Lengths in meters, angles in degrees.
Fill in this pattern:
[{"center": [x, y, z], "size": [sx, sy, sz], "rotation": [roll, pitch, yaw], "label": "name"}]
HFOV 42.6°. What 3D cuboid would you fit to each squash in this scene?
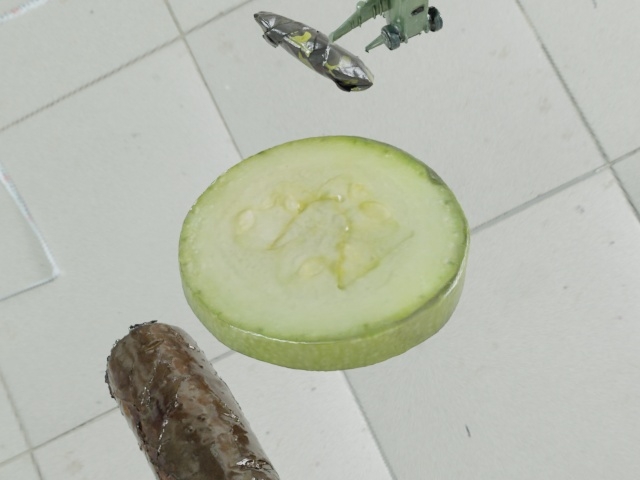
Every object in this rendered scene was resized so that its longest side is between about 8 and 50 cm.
[{"center": [0.000, 0.000, 0.712], "size": [0.252, 0.049, 0.252], "rotation": [-1, 48, 1], "label": "squash"}]

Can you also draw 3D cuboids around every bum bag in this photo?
[{"center": [-0.012, -0.295, 1.267], "size": [0.232, 0.107, 0.060], "rotation": [34, 112, 23], "label": "bum bag"}]

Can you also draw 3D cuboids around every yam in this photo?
[{"center": [-0.139, 0.213, 0.904], "size": [0.131, 0.131, 0.279], "rotation": [-45, 45, 0], "label": "yam"}]

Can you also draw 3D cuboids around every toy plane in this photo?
[{"center": [0.042, -0.121, 0.411], "size": [0.080, 0.083, 0.033], "rotation": [-25, 74, -7], "label": "toy plane"}]
